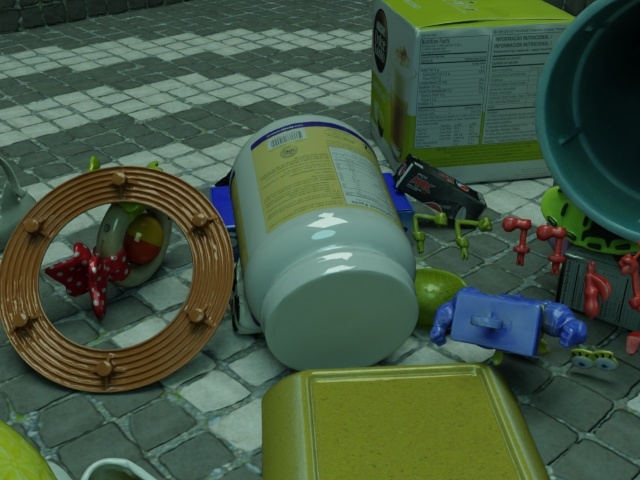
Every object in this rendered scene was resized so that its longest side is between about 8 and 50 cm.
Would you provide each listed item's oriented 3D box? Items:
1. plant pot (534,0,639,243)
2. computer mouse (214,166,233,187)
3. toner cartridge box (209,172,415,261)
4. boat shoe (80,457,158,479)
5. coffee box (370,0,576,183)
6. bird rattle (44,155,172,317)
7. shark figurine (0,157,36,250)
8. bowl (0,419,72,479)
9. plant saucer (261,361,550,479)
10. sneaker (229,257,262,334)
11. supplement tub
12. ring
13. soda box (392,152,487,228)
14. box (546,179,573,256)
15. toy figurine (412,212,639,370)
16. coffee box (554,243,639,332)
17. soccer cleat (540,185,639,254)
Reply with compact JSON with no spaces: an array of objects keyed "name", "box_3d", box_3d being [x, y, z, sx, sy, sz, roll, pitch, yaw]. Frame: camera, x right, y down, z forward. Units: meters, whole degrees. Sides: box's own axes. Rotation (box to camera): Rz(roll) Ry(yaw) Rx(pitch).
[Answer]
[{"name":"plant pot","box_3d":[0.518,-0.209,1.036,0.341,0.340,0.334,19,35,31]},{"name":"computer mouse","box_3d":[-0.078,-0.157,1.521,0.272,0.072,0.188,-15,-6,-34]},{"name":"toner cartridge box","box_3d":[-0.020,-0.045,1.383,0.348,0.075,0.165,-5,31,-8]},{"name":"boat shoe","box_3d":[-0.107,0.305,0.679,0.136,0.156,0.367,-23,36,-34]},{"name":"coffee box","box_3d":[0.306,-0.340,1.637,0.339,0.334,0.337,-5,30,-9]},{"name":"bird rattle","box_3d":[-0.298,0.000,1.200,0.143,0.253,0.207,5,-9,22]},{"name":"shark figurine","box_3d":[-0.567,-0.068,1.399,0.166,0.116,0.278,1,31,-1]},{"name":"bowl","box_3d":[-0.303,0.270,0.674,0.290,0.289,0.156,19,11,31]},{"name":"plant saucer","box_3d":[0.098,0.245,0.864,0.333,0.080,0.332,-2,30,-3]},{"name":"sneaker","box_3d":[-0.102,0.087,1.182,0.071,0.068,0.169,8,36,-16]},{"name":"supplement tub","box_3d":[0.000,0.000,1.103,0.241,0.241,0.331,-6,43,-9]},{"name":"ring","box_3d":[-0.289,0.043,1.068,0.337,0.032,0.336,0,70,1]},{"name":"soda box","box_3d":[0.218,-0.090,1.398,0.169,0.060,0.053,27,24,-16]},{"name":"box","box_3d":[0.527,-0.080,1.293,0.243,0.213,0.117,-1,30,-1]},{"name":"toy figurine","box_3d":[0.222,0.068,0.996,0.363,0.191,0.217,12,9,30]},{"name":"coffee box","box_3d":[0.502,0.066,1.152,0.247,0.098,0.141,20,36,32]},{"name":"soccer cleat","box_3d":[0.474,-0.020,1.138,0.289,0.093,0.121,16,11,31]}]
